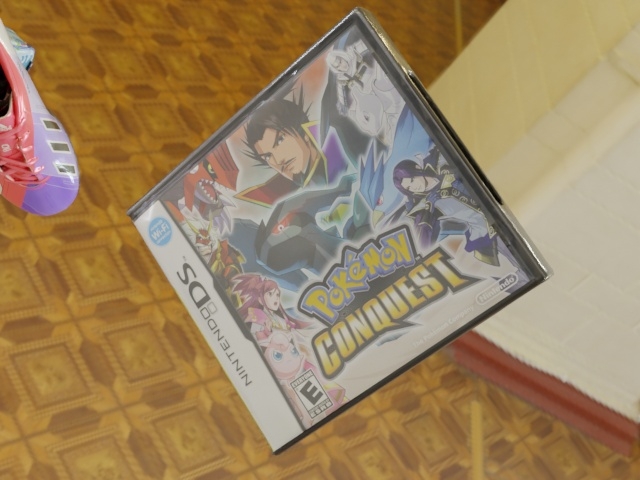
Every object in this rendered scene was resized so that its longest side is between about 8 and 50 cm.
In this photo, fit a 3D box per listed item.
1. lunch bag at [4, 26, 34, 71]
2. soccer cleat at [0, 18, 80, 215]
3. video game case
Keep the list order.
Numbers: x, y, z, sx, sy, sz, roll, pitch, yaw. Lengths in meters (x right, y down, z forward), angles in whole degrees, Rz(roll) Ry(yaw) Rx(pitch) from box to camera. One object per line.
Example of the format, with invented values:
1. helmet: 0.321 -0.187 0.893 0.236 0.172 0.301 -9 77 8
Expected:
1. lunch bag: -0.661 -0.328 1.705 0.090 0.176 0.219 43 15 14
2. soccer cleat: -0.323 -0.119 0.905 0.109 0.318 0.116 -24 49 -10
3. video game case: 0.000 0.000 0.718 0.248 0.275 0.035 57 24 11
